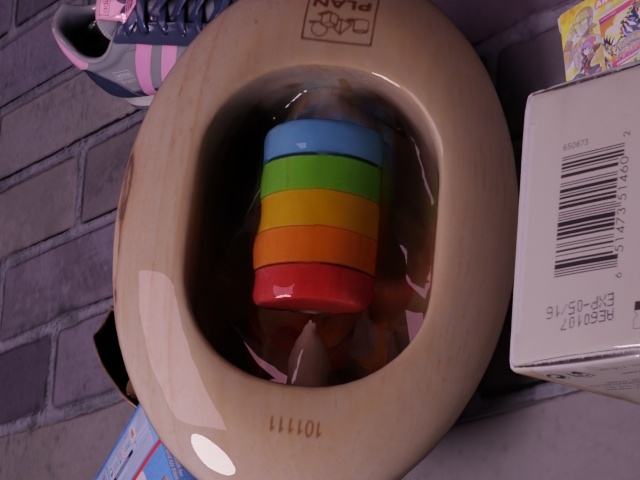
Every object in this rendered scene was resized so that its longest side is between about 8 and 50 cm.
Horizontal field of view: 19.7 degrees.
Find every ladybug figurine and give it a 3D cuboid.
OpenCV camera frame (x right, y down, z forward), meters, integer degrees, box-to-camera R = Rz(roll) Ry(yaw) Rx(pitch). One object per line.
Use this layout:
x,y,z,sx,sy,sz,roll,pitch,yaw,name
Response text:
0.000,0.000,1.424,0.162,0.305,0.449,81,-163,-69,ladybug figurine

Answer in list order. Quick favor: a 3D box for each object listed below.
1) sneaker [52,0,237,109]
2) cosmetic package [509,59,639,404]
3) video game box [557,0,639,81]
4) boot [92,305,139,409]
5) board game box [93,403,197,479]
-0.144,-0.204,1.772,0.319,0.131,0.112,-13,54,49,sneaker
0.255,0.021,1.010,0.113,0.309,0.160,-13,66,50,cosmetic package
0.259,-0.115,1.281,0.205,0.048,0.187,-28,57,44,video game box
-0.117,0.165,1.618,0.112,0.115,0.305,-55,42,18,boot
-0.124,0.254,1.529,0.160,0.039,0.211,-57,46,48,board game box
